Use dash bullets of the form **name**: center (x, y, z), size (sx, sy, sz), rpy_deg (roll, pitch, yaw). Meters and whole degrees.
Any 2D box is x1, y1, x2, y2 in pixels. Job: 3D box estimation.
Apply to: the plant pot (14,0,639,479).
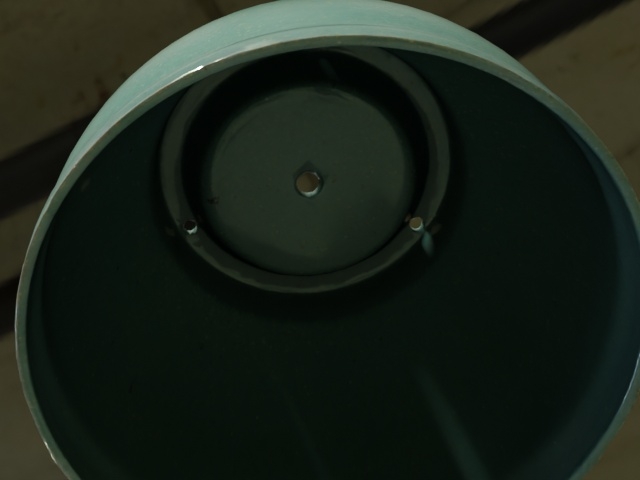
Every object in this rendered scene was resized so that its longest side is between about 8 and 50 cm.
- **plant pot**: center (0.000, 0.000, 0.770), size (0.293, 0.196, 0.293), rpy_deg (-3, -62, -5)
